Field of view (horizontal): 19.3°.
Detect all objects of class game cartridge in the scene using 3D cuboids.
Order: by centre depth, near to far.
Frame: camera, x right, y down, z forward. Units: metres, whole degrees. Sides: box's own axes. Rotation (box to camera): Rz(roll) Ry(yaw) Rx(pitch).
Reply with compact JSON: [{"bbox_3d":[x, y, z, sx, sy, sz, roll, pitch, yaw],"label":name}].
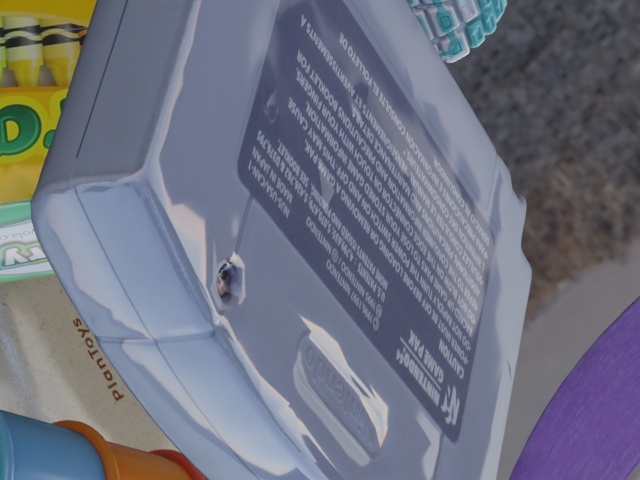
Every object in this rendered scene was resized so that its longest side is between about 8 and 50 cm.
[{"bbox_3d":[0.000,0.000,0.691,0.060,0.196,0.294,-6,146,25],"label":"game cartridge"}]

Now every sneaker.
[{"bbox_3d":[0.011,-0.118,0.969,0.166,0.076,0.065,-13,119,0],"label":"sneaker"}]

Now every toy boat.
[{"bbox_3d":[-0.177,0.117,1.444,0.148,0.267,0.318,-30,174,29],"label":"toy boat"}]

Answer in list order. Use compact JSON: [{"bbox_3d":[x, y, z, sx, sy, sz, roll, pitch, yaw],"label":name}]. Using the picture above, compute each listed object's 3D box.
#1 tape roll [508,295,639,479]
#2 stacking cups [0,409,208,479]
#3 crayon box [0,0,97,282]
[{"bbox_3d":[0.155,0.129,0.486,0.090,0.275,0.275,17,116,-33],"label":"tape roll"},{"bbox_3d":[-0.143,0.109,0.812,0.096,0.096,0.316,-50,141,14],"label":"stacking cups"},{"bbox_3d":[-0.212,-0.130,1.084,0.363,0.313,0.106,-9,151,-3],"label":"crayon box"}]
